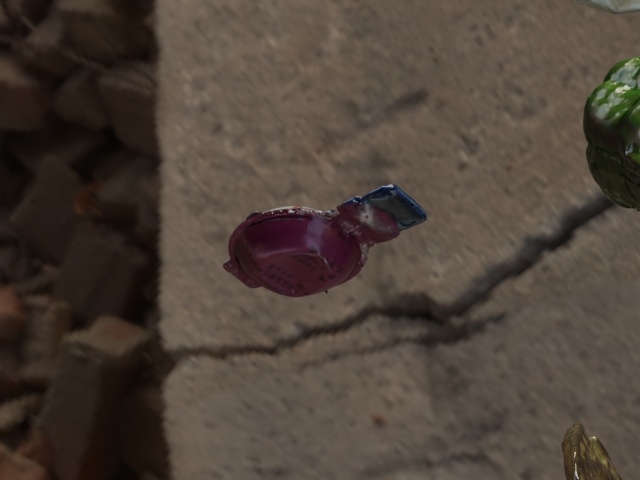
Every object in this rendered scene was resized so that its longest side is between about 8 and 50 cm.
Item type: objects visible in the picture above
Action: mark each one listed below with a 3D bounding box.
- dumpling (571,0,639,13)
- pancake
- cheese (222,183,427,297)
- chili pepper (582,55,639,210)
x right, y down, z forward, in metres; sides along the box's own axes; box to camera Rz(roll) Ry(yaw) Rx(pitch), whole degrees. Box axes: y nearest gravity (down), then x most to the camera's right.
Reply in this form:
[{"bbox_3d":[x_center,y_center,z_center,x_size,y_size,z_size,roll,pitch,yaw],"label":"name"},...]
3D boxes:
[{"bbox_3d":[0.105,-0.114,0.618,0.052,0.057,0.076,-26,37,33],"label":"dumpling"},{"bbox_3d":[0.198,0.212,1.217,0.021,0.199,0.199,-20,60,15],"label":"pancake"},{"bbox_3d":[0.000,0.000,1.195,0.145,0.095,0.038,-23,48,31],"label":"cheese"},{"bbox_3d":[0.206,-0.039,0.878,0.099,0.083,0.253,-30,17,-7],"label":"chili pepper"}]
